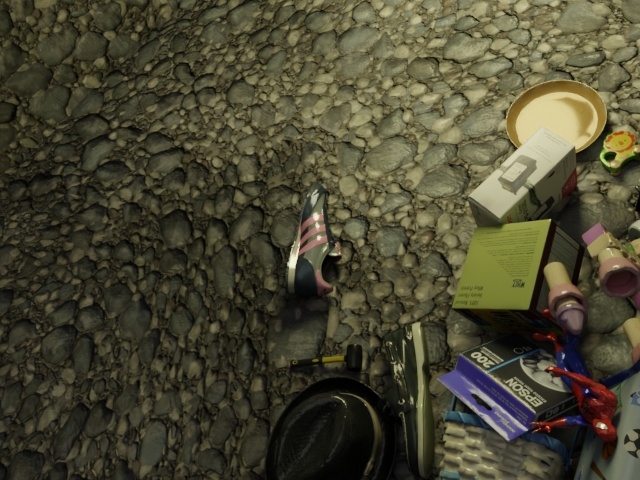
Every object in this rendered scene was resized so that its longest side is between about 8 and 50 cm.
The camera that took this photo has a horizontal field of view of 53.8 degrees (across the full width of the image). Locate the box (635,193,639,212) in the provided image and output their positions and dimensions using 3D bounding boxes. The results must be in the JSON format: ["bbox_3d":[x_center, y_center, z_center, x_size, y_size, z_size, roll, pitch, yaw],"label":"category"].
[{"bbox_3d":[0.740,-0.244,1.324,0.074,0.295,0.293,13,71,26],"label":"box"}]

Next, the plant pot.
[{"bbox_3d":[0.587,-0.298,1.579,0.237,0.032,0.236,-11,60,19],"label":"plant pot"}]

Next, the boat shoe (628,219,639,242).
[{"bbox_3d":[0.762,0.049,1.274,0.094,0.109,0.302,-32,54,0],"label":"boat shoe"}]

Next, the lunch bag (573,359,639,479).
[{"bbox_3d":[0.637,0.431,1.042,0.386,0.239,0.327,21,71,8],"label":"lunch bag"}]

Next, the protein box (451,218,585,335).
[{"bbox_3d":[0.420,0.082,1.343,0.200,0.136,0.201,-7,57,54],"label":"protein box"}]

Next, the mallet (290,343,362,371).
[{"bbox_3d":[0.015,0.281,1.525,0.190,0.039,0.062,-3,63,27],"label":"mallet"}]

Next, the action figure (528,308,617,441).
[{"bbox_3d":[0.415,0.238,1.107,0.139,0.091,0.280,2,32,-8],"label":"action figure"}]

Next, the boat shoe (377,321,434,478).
[{"bbox_3d":[0.178,0.339,1.362,0.113,0.127,0.339,-9,58,16],"label":"boat shoe"}]

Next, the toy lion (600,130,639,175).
[{"bbox_3d":[0.702,-0.213,1.486,0.100,0.034,0.096,-35,49,4],"label":"toy lion"}]

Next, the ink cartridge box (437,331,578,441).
[{"bbox_3d":[0.366,0.268,1.201,0.208,0.045,0.206,-18,30,-24],"label":"ink cartridge box"}]

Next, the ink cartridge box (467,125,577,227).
[{"bbox_3d":[0.467,-0.115,1.449,0.237,0.172,0.100,-43,56,-2],"label":"ink cartridge box"}]

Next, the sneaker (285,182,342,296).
[{"bbox_3d":[0.000,0.000,1.651,0.131,0.112,0.318,8,69,9],"label":"sneaker"}]

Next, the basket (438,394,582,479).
[{"bbox_3d":[0.356,0.380,1.218,0.255,0.201,0.288,11,66,32],"label":"basket"}]

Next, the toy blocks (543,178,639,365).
[{"bbox_3d":[0.594,0.098,1.082,0.309,0.289,0.260,-50,14,29],"label":"toy blocks"}]

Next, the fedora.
[{"bbox_3d":[-0.002,0.445,1.372,0.334,0.152,0.333,-11,60,19],"label":"fedora"}]
